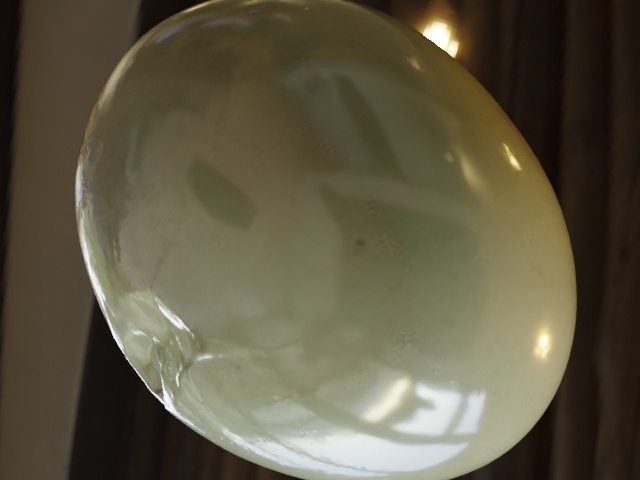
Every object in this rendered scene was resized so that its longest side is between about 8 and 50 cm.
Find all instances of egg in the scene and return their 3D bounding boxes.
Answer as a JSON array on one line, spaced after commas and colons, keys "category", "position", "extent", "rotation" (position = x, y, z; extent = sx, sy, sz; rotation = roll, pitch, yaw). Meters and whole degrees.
[{"category": "egg", "position": [0.000, 0.000, 0.838], "extent": [0.269, 0.219, 0.219], "rotation": [51, -54, 22]}]
